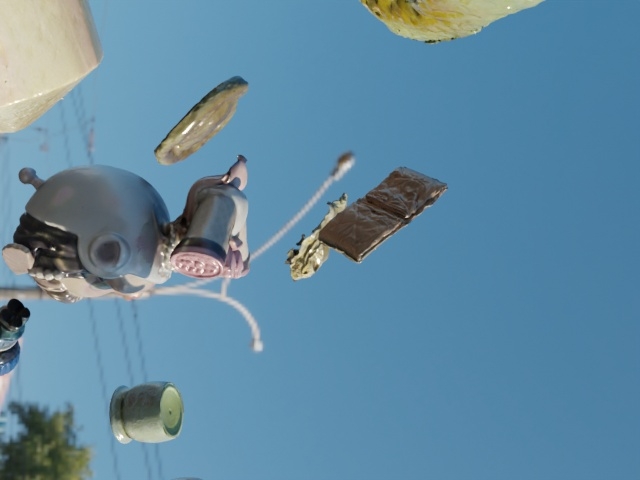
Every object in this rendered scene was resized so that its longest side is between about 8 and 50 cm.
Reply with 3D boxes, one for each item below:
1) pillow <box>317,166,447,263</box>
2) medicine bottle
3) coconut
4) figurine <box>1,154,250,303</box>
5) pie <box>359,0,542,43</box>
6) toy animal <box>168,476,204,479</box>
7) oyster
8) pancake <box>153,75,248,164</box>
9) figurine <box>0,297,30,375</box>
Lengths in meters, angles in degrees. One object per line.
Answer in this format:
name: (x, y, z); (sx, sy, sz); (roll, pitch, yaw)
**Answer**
pillow: (0.110, -0.052, 1.894); (0.126, 0.232, 0.043); (32, -29, 41)
medicine bottle: (-0.421, 0.416, 2.568); (0.143, 0.147, 0.147); (-8, -106, 17)
coconut: (-0.362, -0.233, 1.145); (0.239, 0.239, 0.244); (38, -35, 56)
figurine: (-0.285, -0.015, 1.643); (0.253, 0.361, 0.211); (63, 24, -72)
pie: (0.076, -0.363, 0.983); (0.418, 0.180, 0.395); (60, -8, -22)
toy animal: (-0.171, 0.451, 1.433); (0.247, 0.182, 0.310); (59, 20, -62)
oyster: (0.002, -0.004, 2.205); (0.209, 0.072, 0.133); (-51, 176, -3)
pancake: (-0.215, -0.210, 1.933); (0.042, 0.222, 0.236); (49, -45, 0)
figurine: (-0.492, 0.149, 1.648); (0.149, 0.087, 0.086); (-44, -164, 39)
